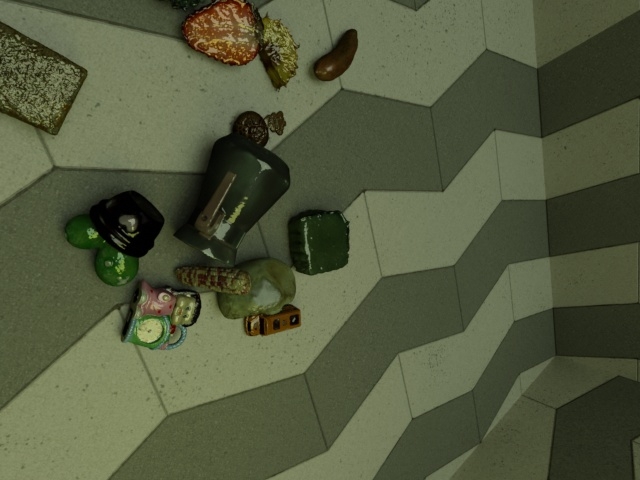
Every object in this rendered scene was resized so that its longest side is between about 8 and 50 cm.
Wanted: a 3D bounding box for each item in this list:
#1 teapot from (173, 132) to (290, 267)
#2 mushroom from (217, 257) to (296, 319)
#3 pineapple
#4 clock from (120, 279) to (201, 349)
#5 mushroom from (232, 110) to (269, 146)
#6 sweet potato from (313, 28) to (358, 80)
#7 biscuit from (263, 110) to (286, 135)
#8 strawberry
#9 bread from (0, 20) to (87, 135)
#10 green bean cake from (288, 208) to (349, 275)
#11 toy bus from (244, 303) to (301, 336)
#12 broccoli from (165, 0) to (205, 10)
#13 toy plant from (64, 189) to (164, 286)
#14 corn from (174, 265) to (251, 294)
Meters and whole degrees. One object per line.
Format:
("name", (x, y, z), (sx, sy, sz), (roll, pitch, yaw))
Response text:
("teapot", (-0.258, -0.117, 1.235), (0.253, 0.300, 0.344), (27, 84, 1))
("mushroom", (-0.194, 0.151, 1.373), (0.266, 0.164, 0.190), (-4, 87, -22))
("pineapple", (-0.129, -0.619, 1.381), (0.135, 0.079, 0.233), (-37, 118, -30))
("clock", (-0.459, 0.224, 1.243), (0.195, 0.100, 0.194), (17, 90, -36))
("mushroom", (-0.219, -0.345, 1.348), (0.109, 0.084, 0.126), (-43, 114, -24))
("sweet potato", (0.069, -0.660, 1.528), (0.292, 0.097, 0.097), (-54, 125, -28))
("biscuit", (-0.155, -0.400, 1.434), (0.092, 0.016, 0.082), (0, 98, -40))
("strawberry", (-0.288, -0.621, 1.246), (0.236, 0.111, 0.190), (-8, 127, -19))
("bread", (-0.686, -0.371, 0.967), (0.234, 0.110, 0.185), (26, 84, -36))
("green bean cake", (0.000, 0.000, 1.551), (0.222, 0.124, 0.228), (-10, 101, -34))
("toy bus", (-0.165, 0.281, 1.485), (0.194, 0.088, 0.084), (-8, 101, -36))
("broccoli", (-0.361, -0.773, 1.141), (0.198, 0.177, 0.275), (4, 82, -33))
("toy plant", (-0.532, -0.008, 1.116), (0.235, 0.175, 0.218), (-39, 115, 5))
("corn", (-0.319, 0.116, 1.268), (0.079, 0.236, 0.080), (4, 90, -79))
